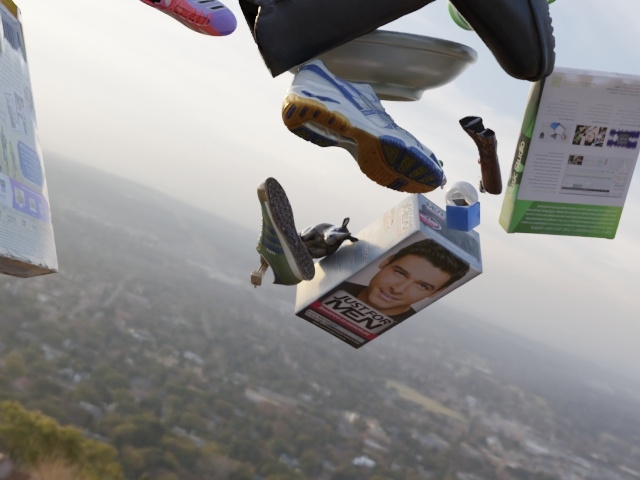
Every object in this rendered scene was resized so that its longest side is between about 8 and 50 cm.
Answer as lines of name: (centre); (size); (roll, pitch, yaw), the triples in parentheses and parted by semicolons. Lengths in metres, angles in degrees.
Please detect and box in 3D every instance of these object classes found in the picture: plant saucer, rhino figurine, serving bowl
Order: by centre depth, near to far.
plant saucer: (0.085, -0.316, 1.644); (0.401, 0.100, 0.400); (5, 6, -1)
rhino figurine: (0.000, 0.000, 1.849); (0.106, 0.073, 0.243); (-20, 1, -30)
serving bowl: (0.332, -0.099, 2.117); (0.083, 0.083, 0.027); (21, 19, 26)

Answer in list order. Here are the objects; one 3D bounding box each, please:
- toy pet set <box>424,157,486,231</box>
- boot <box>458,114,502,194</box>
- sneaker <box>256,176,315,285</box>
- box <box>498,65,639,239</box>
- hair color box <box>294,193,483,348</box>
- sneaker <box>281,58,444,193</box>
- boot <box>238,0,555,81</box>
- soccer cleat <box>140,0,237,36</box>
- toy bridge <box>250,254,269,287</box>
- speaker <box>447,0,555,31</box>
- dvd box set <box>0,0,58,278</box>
toy pet set: (0.234, -0.077, 1.526); (0.122, 0.114, 0.065); (-6, 22, -6)
boot: (0.259, -0.135, 1.431); (0.037, 0.114, 0.106); (-20, 33, -3)
sneaker: (-0.084, -0.008, 1.550); (0.086, 0.192, 0.064); (-20, 4, 35)
box: (0.483, -0.162, 1.685); (0.232, 0.322, 0.058); (4, 22, -13)
hair color box: (0.136, 0.072, 1.863); (0.185, 0.374, 0.113); (31, 41, -27)
sneaker: (0.083, -0.186, 1.416); (0.296, 0.131, 0.112); (30, -39, -22)
boot: (0.113, -0.358, 1.408); (0.445, 0.367, 0.146); (-23, 8, -10)
soccer cleat: (-0.288, -0.482, 1.828); (0.248, 0.083, 0.095); (26, 23, -15)
toy bridge: (-0.119, 0.030, 1.955); (0.026, 0.188, 0.063); (12, -40, 6)
speaker: (0.371, -0.496, 1.719); (0.131, 0.131, 0.296); (20, -13, -24)
dvd box set: (-0.456, -0.168, 1.207); (0.062, 0.420, 0.307); (-10, -6, -1)
